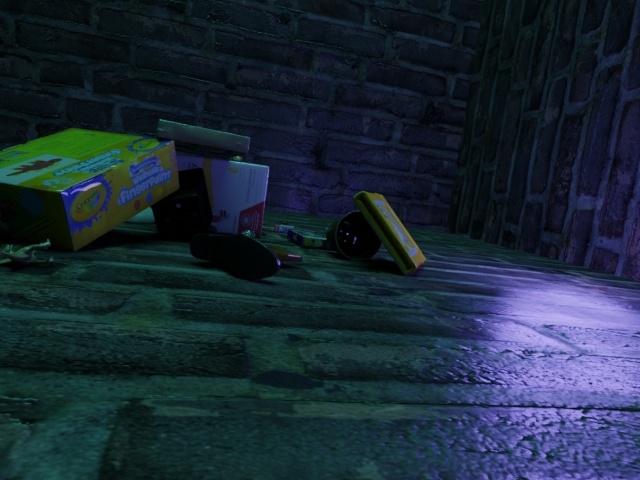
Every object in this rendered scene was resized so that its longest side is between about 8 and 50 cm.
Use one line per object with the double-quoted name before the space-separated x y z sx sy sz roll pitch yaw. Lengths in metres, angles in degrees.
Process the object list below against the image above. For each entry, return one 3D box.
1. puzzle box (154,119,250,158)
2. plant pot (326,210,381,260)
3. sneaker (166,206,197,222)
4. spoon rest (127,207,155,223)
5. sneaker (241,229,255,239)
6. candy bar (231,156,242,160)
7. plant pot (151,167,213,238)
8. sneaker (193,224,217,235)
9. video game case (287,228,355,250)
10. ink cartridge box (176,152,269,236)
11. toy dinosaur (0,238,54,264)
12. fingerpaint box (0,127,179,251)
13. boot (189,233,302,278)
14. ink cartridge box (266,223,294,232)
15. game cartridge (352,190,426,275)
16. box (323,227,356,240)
"puzzle box" -0.408 -0.326 1.649 0.272 0.052 0.409 8 3 -20
"plant pot" 0.103 -0.014 1.700 0.167 0.166 0.165 6 -2 -17
"sneaker" -0.497 -0.084 1.723 0.158 0.064 0.061 -18 21 14
"spoon rest" -0.750 -0.113 1.838 0.277 0.084 0.137 16 22 -24
"sneaker" -0.240 -0.006 1.579 0.052 0.057 0.135 9 7 7
"candy bar" -0.324 -0.315 1.919 0.040 0.018 0.161 7 6 -11
"plant pot" -0.444 -0.104 1.572 0.188 0.187 0.167 -11 28 -11
"sneaker" -0.427 -0.044 1.721 0.170 0.051 0.089 13 5 22
"video game case" 0.000 0.000 1.903 0.211 0.041 0.232 8 6 -18
"ink cartridge box" -0.408 -0.173 1.899 0.385 0.278 0.160 6 8 -12
"toy dinosaur" -0.560 0.032 0.941 0.093 0.053 0.183 -14 10 -32
"fingerpaint box" -0.664 -0.157 1.335 0.372 0.163 0.444 9 28 15
"boot" -0.138 0.048 1.240 0.264 0.096 0.281 3 -5 34
"ink cartridge box" -0.181 -0.056 2.246 0.115 0.029 0.063 9 7 5
"game cartridge" 0.235 -0.032 1.607 0.053 0.285 0.324 -36 -7 18
"box" 0.094 -0.020 1.912 0.137 0.027 0.094 8 5 -39
